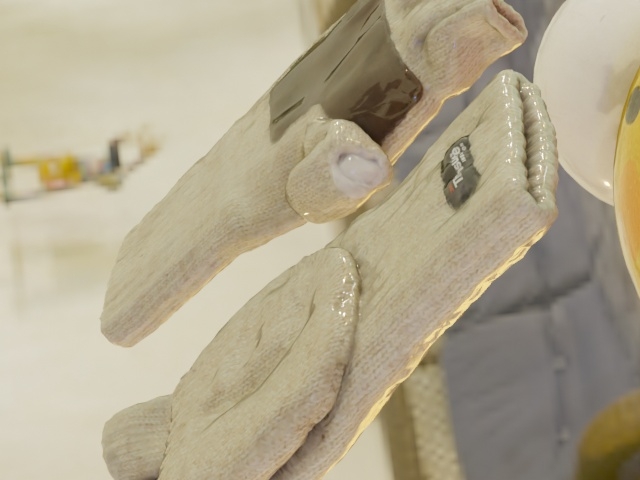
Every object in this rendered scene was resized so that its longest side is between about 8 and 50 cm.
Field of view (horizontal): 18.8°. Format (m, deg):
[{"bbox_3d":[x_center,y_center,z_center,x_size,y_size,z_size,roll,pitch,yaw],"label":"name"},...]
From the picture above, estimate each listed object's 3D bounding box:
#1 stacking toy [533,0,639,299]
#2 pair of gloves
[{"bbox_3d":[0.223,-0.009,0.712,0.480,0.350,0.350,-148,50,-62],"label":"stacking toy"},{"bbox_3d":[0.000,0.000,0.647,0.204,0.042,0.240,-45,22,20],"label":"pair of gloves"}]
